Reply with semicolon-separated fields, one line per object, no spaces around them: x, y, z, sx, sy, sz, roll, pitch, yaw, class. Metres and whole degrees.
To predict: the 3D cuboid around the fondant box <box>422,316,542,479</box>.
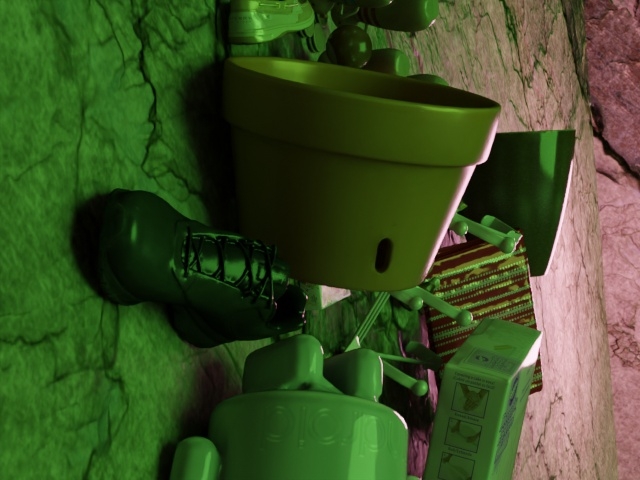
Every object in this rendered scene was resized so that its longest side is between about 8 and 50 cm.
0.220;0.302;1.984;0.238;0.096;0.330;-34;134;-66;fondant box

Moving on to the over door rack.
0.168;0.079;1.844;0.240;0.108;0.324;-59;160;9;over door rack

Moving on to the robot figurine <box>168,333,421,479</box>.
-0.019;0.275;1.347;0.299;0.200;0.354;13;69;-26;robot figurine

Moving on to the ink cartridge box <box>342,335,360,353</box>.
0.018;0.213;1.646;0.104;0.060;0.180;-49;131;-61;ink cartridge box

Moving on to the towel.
0.246;0.130;2.139;0.198;0.031;0.275;-17;106;-25;towel

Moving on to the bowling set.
0.036;-0.265;1.678;0.200;0.154;0.287;-22;110;-49;bowling set

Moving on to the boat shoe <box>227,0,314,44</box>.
-0.052;-0.258;1.541;0.170;0.063;0.059;-43;132;-63;boat shoe

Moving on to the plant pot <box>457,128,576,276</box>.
0.306;-0.058;2.230;0.215;0.215;0.231;-11;98;-69;plant pot

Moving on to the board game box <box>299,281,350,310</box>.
0.000;0.000;1.682;0.103;0.026;0.154;-21;107;-68;board game box

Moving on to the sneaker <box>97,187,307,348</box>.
-0.102;0.023;1.274;0.286;0.130;0.109;37;55;-62;sneaker

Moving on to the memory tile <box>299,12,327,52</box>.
-0.021;-0.306;1.700;0.148;0.012;0.113;50;42;-58;memory tile

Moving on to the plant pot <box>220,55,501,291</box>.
0.030;-0.069;1.464;0.291;0.290;0.204;-23;124;-68;plant pot

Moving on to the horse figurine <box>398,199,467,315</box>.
0.123;0.009;1.887;0.174;0.066;0.263;-56;159;8;horse figurine
